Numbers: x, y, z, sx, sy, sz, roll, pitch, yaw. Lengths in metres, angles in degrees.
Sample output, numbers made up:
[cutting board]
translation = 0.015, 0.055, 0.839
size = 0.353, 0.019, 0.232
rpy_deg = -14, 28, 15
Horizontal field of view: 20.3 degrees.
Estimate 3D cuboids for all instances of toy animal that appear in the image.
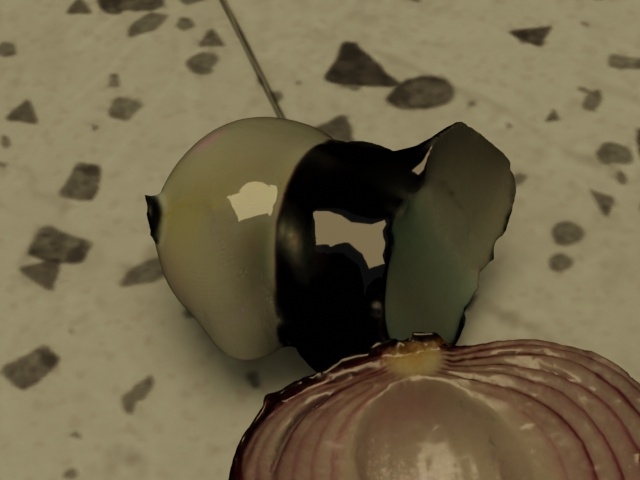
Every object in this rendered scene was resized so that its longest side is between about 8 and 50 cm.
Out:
[toy animal]
translation = 0.000, 0.000, 1.009
size = 0.179, 0.138, 0.166
rpy_deg = 11, 30, 23

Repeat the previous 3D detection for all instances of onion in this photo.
[onion]
translation = 0.074, 0.181, 0.842
size = 0.227, 0.120, 0.284
rpy_deg = -7, 45, -4
